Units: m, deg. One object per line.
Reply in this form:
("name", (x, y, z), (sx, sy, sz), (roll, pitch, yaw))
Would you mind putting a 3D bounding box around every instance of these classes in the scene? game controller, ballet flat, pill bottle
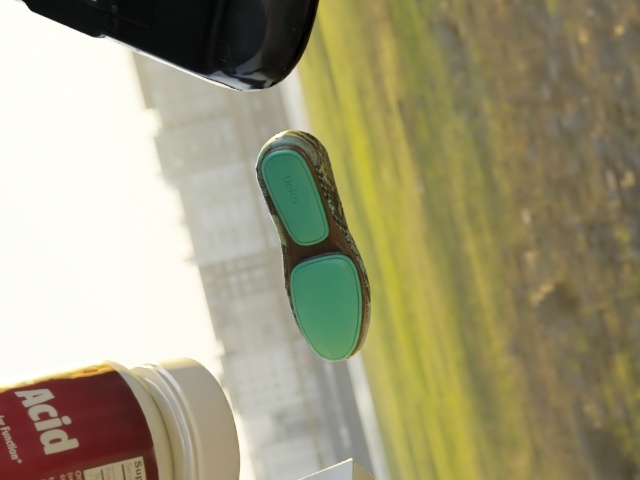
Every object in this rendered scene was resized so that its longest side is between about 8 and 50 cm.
("game controller", (-0.126, -0.201, 1.111), (0.319, 0.067, 0.166), (25, 121, 31))
("ballet flat", (0.000, 0.000, 1.500), (0.070, 0.070, 0.188), (-105, 3, -67))
("pill bottle", (-0.298, 0.251, 2.112), (0.224, 0.392, 0.224), (20, 114, 52))

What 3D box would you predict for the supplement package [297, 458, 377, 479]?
("supplement package", (0.002, 0.299, 1.456), (0.203, 0.194, 0.149), (45, -147, -37))
